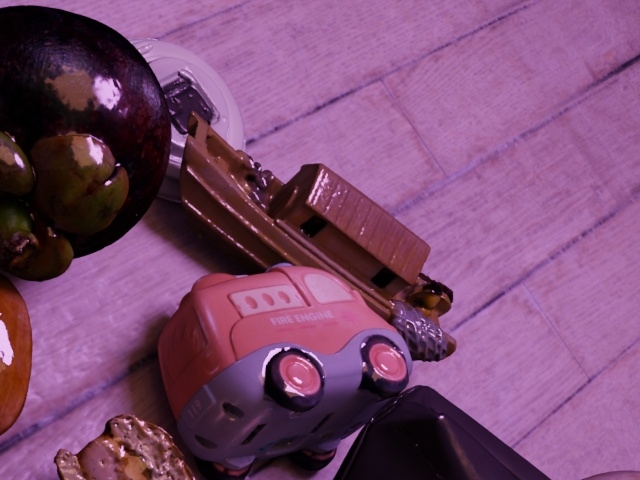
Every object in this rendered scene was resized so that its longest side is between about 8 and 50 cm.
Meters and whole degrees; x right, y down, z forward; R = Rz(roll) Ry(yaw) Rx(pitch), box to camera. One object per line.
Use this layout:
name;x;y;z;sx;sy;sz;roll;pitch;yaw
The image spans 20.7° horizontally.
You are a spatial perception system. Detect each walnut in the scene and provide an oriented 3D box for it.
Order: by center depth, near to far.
walnut;-0.356;0.124;1.818;0.115;0.116;0.207;11;64;-35

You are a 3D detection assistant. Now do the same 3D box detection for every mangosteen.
mangosteen;-0.299;-0.096;1.871;0.300;0.300;0.300;21;52;-29

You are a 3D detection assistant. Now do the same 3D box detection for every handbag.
handbag;0.137;0.360;1.971;0.342;0.288;0.152;39;8;-10

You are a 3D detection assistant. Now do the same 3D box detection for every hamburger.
hamburger;-0.168;0.304;1.840;0.124;0.131;0.262;-32;91;-12

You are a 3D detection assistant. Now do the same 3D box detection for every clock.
clock;-0.181;-0.159;2.182;0.236;0.053;0.236;22;50;-29

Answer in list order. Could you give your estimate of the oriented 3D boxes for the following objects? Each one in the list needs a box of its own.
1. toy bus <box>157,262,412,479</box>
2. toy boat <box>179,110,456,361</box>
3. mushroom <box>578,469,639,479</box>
toy bus;-0.054;0.137;2.017;0.287;0.194;0.232;-7;56;-42
toy boat;0.000;0.000;2.137;0.445;0.162;0.136;35;28;-21
mushroom;0.377;0.441;2.156;0.290;0.297;0.297;62;27;-49
